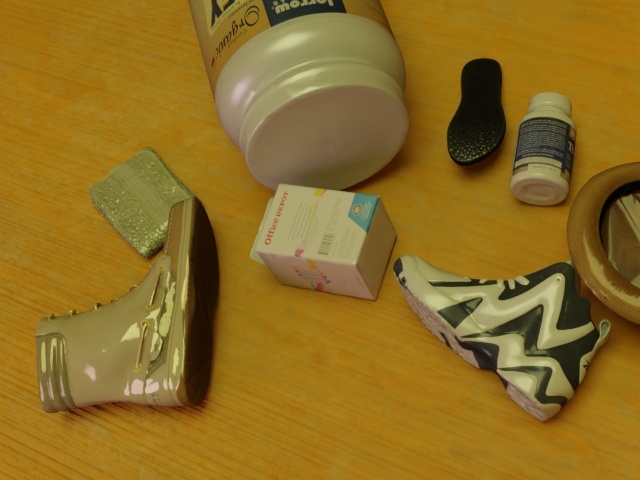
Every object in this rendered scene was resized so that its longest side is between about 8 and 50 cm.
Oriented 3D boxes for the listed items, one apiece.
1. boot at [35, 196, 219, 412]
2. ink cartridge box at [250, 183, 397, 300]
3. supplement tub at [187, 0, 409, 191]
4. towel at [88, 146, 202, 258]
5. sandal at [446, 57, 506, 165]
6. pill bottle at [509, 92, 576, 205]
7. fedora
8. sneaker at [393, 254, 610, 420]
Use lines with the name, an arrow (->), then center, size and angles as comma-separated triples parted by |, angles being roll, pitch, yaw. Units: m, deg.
boot -> -0.228, 0.076, 1.321 | 0.204, 0.095, 0.261 | -7, 64, 16
ink cartridge box -> 0.000, 0.000, 1.286 | 0.143, 0.090, 0.092 | 9, 64, 24
supplement tub -> -0.029, -0.235, 1.349 | 0.228, 0.228, 0.316 | -21, 57, 6
towel -> -0.225, -0.051, 1.430 | 0.110, 0.027, 0.148 | -41, 57, -6
sandal -> 0.192, -0.149, 1.344 | 0.067, 0.040, 0.179 | 2, 48, 14
pill bottle -> 0.255, -0.106, 1.275 | 0.067, 0.067, 0.120 | 3, 63, 20
fedora -> 0.346, 0.012, 1.162 | 0.194, 0.079, 0.194 | -2, 64, 5
sneaker -> 0.201, 0.060, 1.183 | 0.153, 0.094, 0.235 | -43, 57, -10
